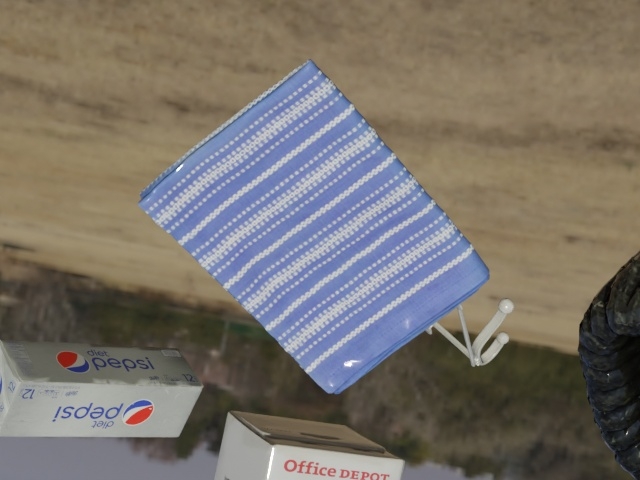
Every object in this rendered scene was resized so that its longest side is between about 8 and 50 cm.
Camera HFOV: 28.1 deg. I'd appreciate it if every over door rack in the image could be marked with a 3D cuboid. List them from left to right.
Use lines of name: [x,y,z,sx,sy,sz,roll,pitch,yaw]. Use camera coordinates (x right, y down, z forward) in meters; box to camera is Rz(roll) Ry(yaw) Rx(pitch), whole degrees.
over door rack: [0.137,0.044,1.744,0.239,0.108,0.324,41,-179,24]

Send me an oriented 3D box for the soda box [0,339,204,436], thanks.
soda box: [-0.309,0.203,1.734,0.286,0.098,0.091,7,-150,-40]

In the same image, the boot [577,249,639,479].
boot: [0.285,0.073,0.687,0.131,0.260,0.348,-1,134,54]

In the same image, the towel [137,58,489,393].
towel: [0.000,0.000,1.370,0.336,0.243,0.040,47,-166,-26]

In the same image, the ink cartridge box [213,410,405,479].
ink cartridge box: [-0.035,0.393,1.750,0.198,0.270,0.197,11,-178,-23]
